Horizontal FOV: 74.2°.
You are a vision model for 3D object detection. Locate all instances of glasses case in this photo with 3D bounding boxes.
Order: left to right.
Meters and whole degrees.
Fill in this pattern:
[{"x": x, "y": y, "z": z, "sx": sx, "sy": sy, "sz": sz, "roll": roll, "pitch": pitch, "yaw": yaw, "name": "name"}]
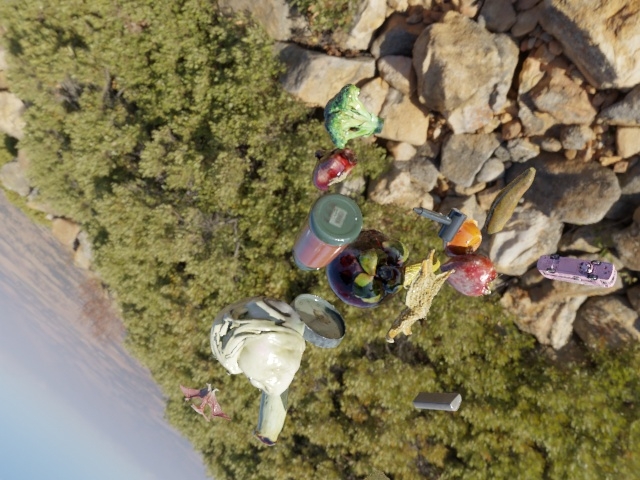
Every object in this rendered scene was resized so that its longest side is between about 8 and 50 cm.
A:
[{"x": 0.452, "y": 0.626, "z": 1.652, "sx": 0.190, "sy": 0.072, "sz": 0.042, "roll": -21, "pitch": 102, "yaw": 49, "name": "glasses case"}]

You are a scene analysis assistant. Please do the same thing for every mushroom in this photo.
[{"x": -0.169, "y": 0.573, "z": 1.565, "sx": 0.107, "sy": 0.334, "sz": 0.087, "roll": 31, "pitch": 144, "yaw": -35, "name": "mushroom"}]

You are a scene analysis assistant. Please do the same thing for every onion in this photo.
[{"x": 0.055, "y": -0.381, "z": 2.106, "sx": 0.195, "sy": 0.272, "sz": 0.272, "roll": 54, "pitch": 144, "yaw": -7, "name": "onion"}]

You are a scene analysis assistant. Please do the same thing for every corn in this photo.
[{"x": 0.479, "y": 0.144, "z": 2.066, "sx": 0.106, "sy": 0.292, "sz": 0.107, "roll": 32, "pitch": 132, "yaw": 45, "name": "corn"}]

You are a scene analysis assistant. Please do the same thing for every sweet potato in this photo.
[{"x": 0.593, "y": -0.130, "z": 1.340, "sx": 0.077, "sy": 0.077, "sz": 0.244, "roll": 29, "pitch": 121, "yaw": 14, "name": "sweet potato"}]

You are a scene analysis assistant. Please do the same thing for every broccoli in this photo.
[{"x": 0.144, "y": -0.535, "z": 1.810, "sx": 0.268, "sy": 0.254, "sz": 0.269, "roll": 17, "pitch": 162, "yaw": 6, "name": "broccoli"}]

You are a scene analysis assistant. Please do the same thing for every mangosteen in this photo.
[{"x": 0.158, "y": 0.093, "z": 1.488, "sx": 0.300, "sy": 0.300, "sz": 0.301, "roll": 25, "pitch": 144, "yaw": 20, "name": "mangosteen"}]

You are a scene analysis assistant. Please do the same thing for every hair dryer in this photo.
[{"x": 0.444, "y": -0.078, "z": 1.644, "sx": 0.255, "sy": 0.070, "sz": 0.129, "roll": 14, "pitch": 113, "yaw": -28, "name": "hair dryer"}]

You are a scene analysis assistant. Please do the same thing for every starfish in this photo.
[{"x": 0.314, "y": 0.175, "z": 1.295, "sx": 0.084, "sy": 0.294, "sz": 0.301, "roll": 27, "pitch": -177, "yaw": 31, "name": "starfish"}]

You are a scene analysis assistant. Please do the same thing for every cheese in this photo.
[{"x": 0.632, "y": -0.026, "z": 1.923, "sx": 0.129, "sy": 0.217, "sz": 0.329, "roll": 41, "pitch": -179, "yaw": 41, "name": "cheese"}]

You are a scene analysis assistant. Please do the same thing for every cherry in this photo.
[{"x": 0.656, "y": 0.144, "z": 1.884, "sx": 0.249, "sy": 0.175, "sz": 0.192, "roll": 11, "pitch": 147, "yaw": 11, "name": "cherry"}]

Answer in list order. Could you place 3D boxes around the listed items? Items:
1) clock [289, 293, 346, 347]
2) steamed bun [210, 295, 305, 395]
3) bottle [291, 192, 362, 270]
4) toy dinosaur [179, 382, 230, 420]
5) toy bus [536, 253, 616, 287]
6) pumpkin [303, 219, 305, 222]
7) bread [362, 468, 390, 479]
[{"x": -0.014, "y": 0.383, "z": 2.058, "sx": 0.312, "sy": 0.312, "sz": 0.062, "roll": 36, "pitch": 113, "yaw": 4, "name": "clock"}, {"x": -0.149, "y": 0.251, "z": 1.169, "sx": 0.268, "sy": 0.207, "sz": 0.280, "roll": 44, "pitch": -171, "yaw": -10, "name": "steamed bun"}, {"x": 0.000, "y": 0.000, "z": 1.215, "sx": 0.143, "sy": 0.144, "sz": 0.336, "roll": 38, "pitch": 153, "yaw": 1, "name": "bottle"}, {"x": -0.398, "y": 0.556, "z": 1.473, "sx": 0.220, "sy": 0.108, "sz": 0.032, "roll": 33, "pitch": 168, "yaw": 1, "name": "toy dinosaur"}, {"x": 0.772, "y": 0.090, "z": 1.280, "sx": 0.090, "sy": 0.063, "sz": 0.203, "roll": 33, "pitch": 165, "yaw": -39, "name": "toy bus"}, {"x": 0.045, "y": -0.004, "z": 1.769, "sx": 0.139, "sy": 0.190, "sz": 0.280, "roll": -27, "pitch": 131, "yaw": 24, "name": "pumpkin"}, {"x": 0.145, "y": 0.774, "z": 1.261, "sx": 0.139, "sy": 0.178, "sz": 0.060, "roll": 15, "pitch": 124, "yaw": 57, "name": "bread"}]
